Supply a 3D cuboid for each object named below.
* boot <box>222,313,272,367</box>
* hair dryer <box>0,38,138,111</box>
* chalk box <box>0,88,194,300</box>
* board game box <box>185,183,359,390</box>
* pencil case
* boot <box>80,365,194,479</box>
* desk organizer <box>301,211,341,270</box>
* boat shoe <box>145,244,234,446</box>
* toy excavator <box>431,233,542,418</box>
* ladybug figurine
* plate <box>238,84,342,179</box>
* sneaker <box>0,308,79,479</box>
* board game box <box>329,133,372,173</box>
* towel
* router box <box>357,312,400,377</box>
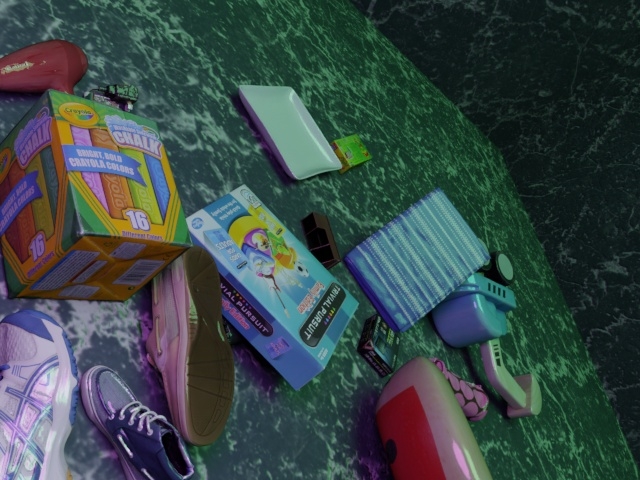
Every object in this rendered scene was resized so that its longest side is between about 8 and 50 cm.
[{"bbox_3d":[-0.133,0.170,1.013,0.099,0.045,0.121,7,48,-56],"label":"boot"},{"bbox_3d":[-0.407,-0.234,0.972,0.293,0.080,0.224,18,47,-47],"label":"hair dryer"},{"bbox_3d":[-0.335,-0.081,0.829,0.179,0.180,0.289,9,53,-53],"label":"chalk box"},{"bbox_3d":[-0.096,0.069,1.073,0.336,0.079,0.254,46,26,-2],"label":"board game box"},{"bbox_3d":[0.328,0.367,1.457,0.209,0.095,0.098,38,65,-30],"label":"pencil case"},{"bbox_3d":[-0.232,0.235,0.756,0.190,0.086,0.069,58,29,3],"label":"boot"},{"bbox_3d":[0.000,0.000,1.378,0.050,0.047,0.130,16,48,-46],"label":"desk organizer"},{"bbox_3d":[-0.203,0.156,0.874,0.109,0.098,0.302,30,43,-54],"label":"boat shoe"},{"bbox_3d":[0.465,0.263,1.685,0.433,0.222,0.445,24,55,-41],"label":"toy excavator"},{"bbox_3d":[0.220,0.433,1.093,0.305,0.162,0.449,68,2,-47],"label":"ladybug figurine"},{"bbox_3d":[-0.081,-0.282,1.540,0.277,0.045,0.278,57,29,4],"label":"plate"},{"bbox_3d":[-0.336,0.202,0.611,0.131,0.112,0.296,19,46,-47],"label":"sneaker"},{"bbox_3d":[0.086,-0.264,1.771,0.092,0.043,0.181,57,30,0],"label":"board game box"},{"bbox_3d":[0.251,0.048,1.502,0.336,0.040,0.243,-35,89,-17],"label":"towel"},{"bbox_3d":[0.137,0.240,1.349,0.092,0.038,0.122,49,30,-14],"label":"router box"}]
